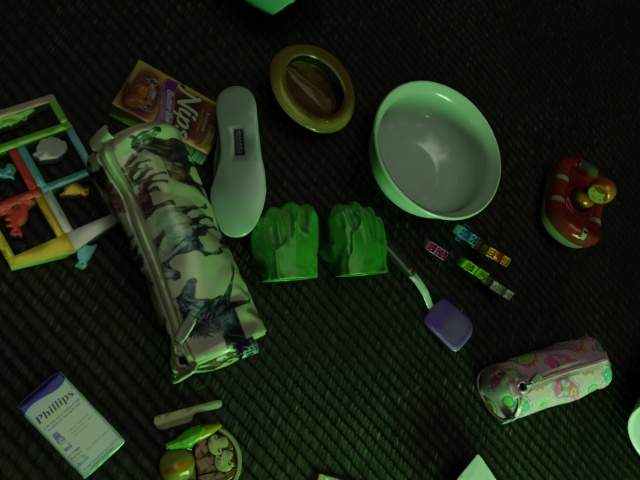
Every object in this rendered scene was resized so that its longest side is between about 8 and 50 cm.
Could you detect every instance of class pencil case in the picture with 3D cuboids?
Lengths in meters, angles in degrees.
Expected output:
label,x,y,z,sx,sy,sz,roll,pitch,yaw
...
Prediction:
label,x,y,z,sx,sy,sz,roll,pitch,yaw
pencil case,-0.233,0.014,0.964,0.160,0.183,0.410,-24,87,12
pencil case,0.461,0.280,1.227,0.284,0.124,0.124,-8,78,-26

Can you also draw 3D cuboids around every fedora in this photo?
label,x,y,z,sx,sy,sz,roll,pitch,yaw
fedora,-0.025,-0.297,1.212,0.195,0.079,0.194,7,75,-27

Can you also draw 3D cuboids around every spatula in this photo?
label,x,y,z,sx,sy,sz,roll,pitch,yaw
spatula,0.198,0.090,1.219,0.084,0.030,0.296,-40,92,-29

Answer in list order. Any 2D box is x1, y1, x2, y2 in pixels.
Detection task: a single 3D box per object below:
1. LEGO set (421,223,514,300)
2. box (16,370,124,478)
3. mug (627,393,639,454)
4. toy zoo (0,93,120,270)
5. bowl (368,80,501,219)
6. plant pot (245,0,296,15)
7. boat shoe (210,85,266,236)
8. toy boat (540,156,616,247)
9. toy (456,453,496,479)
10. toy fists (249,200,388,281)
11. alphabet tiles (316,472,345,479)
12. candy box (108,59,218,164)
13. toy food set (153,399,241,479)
label,x,y,z,sx,sy,sz,roll,pitch,yaw
LEGO set,0.316,0.027,1.268,0.227,0.093,0.087,31,96,-17
box,-0.359,0.265,0.870,0.072,0.126,0.137,-43,93,-26
mug,0.884,0.321,1.258,0.276,0.374,0.328,48,56,2
toy zoo,-0.460,-0.082,0.984,0.192,0.030,0.293,-28,87,-28
bowl,0.212,-0.166,1.245,0.298,0.134,0.297,7,71,-22
plant pot,-0.083,-0.590,1.172,0.293,0.293,0.235,-44,111,-28
boat shoe,-0.149,-0.135,1.074,0.096,0.088,0.267,-6,83,-4
toy boat,0.613,-0.097,1.389,0.151,0.151,0.230,26,66,-14
toy,0.301,0.534,1.116,0.137,0.056,0.237,-38,96,-32
toy fists,0.000,0.000,1.127,0.280,0.096,0.142,-2,83,-25
alphabet tiles,0.080,0.535,1.046,0.237,0.009,0.198,21,67,-16
candy box,-0.273,-0.234,1.100,0.187,0.053,0.109,28,65,-16
toy food set,-0.188,0.361,0.964,0.133,0.038,0.191,-12,79,-26
